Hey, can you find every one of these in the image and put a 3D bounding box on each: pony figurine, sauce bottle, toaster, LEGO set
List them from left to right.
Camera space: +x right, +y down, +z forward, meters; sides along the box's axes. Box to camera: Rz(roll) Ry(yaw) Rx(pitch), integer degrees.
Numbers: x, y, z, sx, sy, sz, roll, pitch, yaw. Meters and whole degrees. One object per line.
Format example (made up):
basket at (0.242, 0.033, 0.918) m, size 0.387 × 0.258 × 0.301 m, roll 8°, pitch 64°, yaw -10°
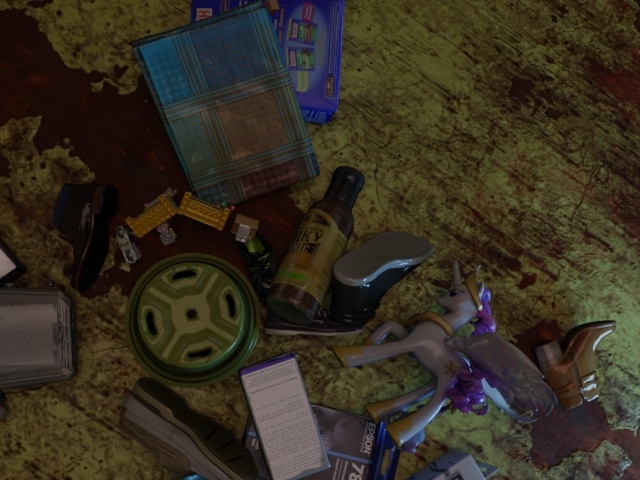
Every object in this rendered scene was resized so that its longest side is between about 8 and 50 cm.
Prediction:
toaster at (-0.540, 0.189, 1.292) m, size 0.146 × 0.129 × 0.227 m, roll -3°, pitch 82°, yaw -12°
LEGO set at (-0.268, -0.050, 1.378) m, size 0.287 × 0.107 × 0.132 m, roll -11°, pitch 110°, yaw 2°
sauce bottle at (0.000, 0.000, 1.403) m, size 0.111 × 0.111 × 0.344 m, roll 26°, pitch 63°, yaw -5°
pony figurine at (0.256, 0.248, 1.354) m, size 0.363 × 0.303 × 0.351 m, roll -31°, pitch 70°, yaw -12°

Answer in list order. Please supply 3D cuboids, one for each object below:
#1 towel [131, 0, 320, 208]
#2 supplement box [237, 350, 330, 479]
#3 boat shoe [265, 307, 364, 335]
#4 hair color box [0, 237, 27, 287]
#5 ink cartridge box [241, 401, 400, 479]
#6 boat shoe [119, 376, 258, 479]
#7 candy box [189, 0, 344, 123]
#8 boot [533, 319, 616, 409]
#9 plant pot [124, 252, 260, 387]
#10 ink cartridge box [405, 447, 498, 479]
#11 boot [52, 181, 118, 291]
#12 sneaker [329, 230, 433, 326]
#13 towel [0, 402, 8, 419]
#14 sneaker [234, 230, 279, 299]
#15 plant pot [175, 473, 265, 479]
towel at (-0.178, -0.257, 1.367) m, size 0.271 × 0.040 × 0.370 m, roll -19°, pitch 111°, yaw 0°
supplement box at (-0.072, 0.331, 1.294) m, size 0.114 × 0.111 × 0.220 m, roll -18°, pitch 83°, yaw -12°
boat shoe at (-0.011, 0.163, 1.412) m, size 0.206 × 0.075 × 0.065 m, roll 1°, pitch 84°, yaw -5°
hair color box at (-0.753, 0.097, 1.280) m, size 0.347 × 0.105 × 0.174 m, roll -40°, pitch 92°, yaw -13°
ink cartridge box at (0.008, 0.418, 1.382) m, size 0.333 × 0.065 × 0.165 m, roll 15°, pitch 78°, yaw -8°
boat shoe at (-0.253, 0.390, 1.309) m, size 0.302 × 0.113 × 0.103 m, roll 35°, pitch 98°, yaw 18°
candy box at (-0.120, -0.403, 1.458) m, size 0.317 × 0.122 × 0.268 m, roll 6°, pitch 82°, yaw -10°
boot at (0.578, 0.267, 1.497) m, size 0.197 × 0.073 × 0.152 m, roll -24°, pitch 84°, yaw 0°
plant pot at (-0.241, 0.143, 1.284) m, size 0.276 × 0.254 × 0.276 m, roll 1°, pitch 81°, yaw -9°
ink cartridge box at (0.258, 0.480, 1.392) m, size 0.180 × 0.104 × 0.060 m, roll -30°, pitch 86°, yaw -13°
boot at (-0.483, -0.013, 1.373) m, size 0.106 × 0.082 × 0.219 m, roll 12°, pitch 83°, yaw 15°
sneaker at (0.119, 0.080, 1.432) m, size 0.104 × 0.147 × 0.296 m, roll 36°, pitch 38°, yaw 29°
towel at (-0.724, 0.283, 1.225) m, size 0.187 × 0.049 × 0.282 m, roll -41°, pitch 120°, yaw -12°
sneaker at (-0.121, 0.047, 1.408) m, size 0.067 × 0.078 × 0.188 m, roll -28°, pitch 89°, yaw -13°
plant pot at (-0.161, 0.588, 1.222) m, size 0.293 × 0.293 × 0.235 m, roll 11°, pitch 93°, yaw -8°
